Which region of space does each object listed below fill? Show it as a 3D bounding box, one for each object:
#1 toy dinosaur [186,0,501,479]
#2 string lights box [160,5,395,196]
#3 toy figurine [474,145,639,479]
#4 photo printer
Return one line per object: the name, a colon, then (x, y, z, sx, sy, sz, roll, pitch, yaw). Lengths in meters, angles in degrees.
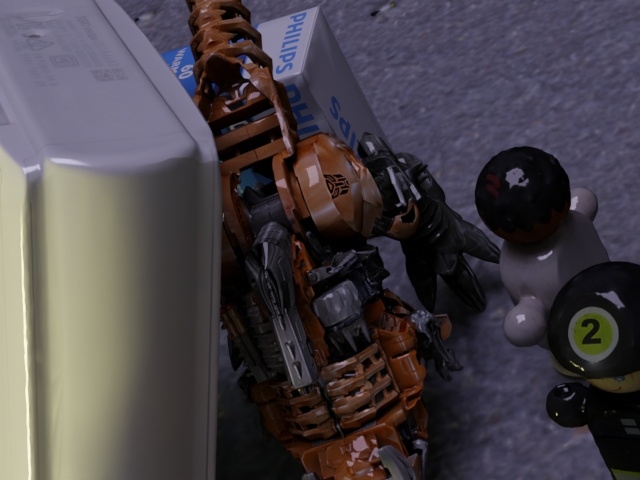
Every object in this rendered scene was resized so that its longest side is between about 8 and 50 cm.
toy dinosaur: (0.000, 0.000, 0.875, 0.164, 0.218, 0.322, 0, 85, 14)
string lights box: (-0.096, -0.045, 1.085, 0.259, 0.133, 0.077, -14, 37, 21)
toy figurine: (0.187, 0.005, 0.806, 0.213, 0.148, 0.209, -28, 35, 3)
photo printer: (-0.128, 0.047, 0.862, 0.107, 0.307, 0.256, -7, 28, -19)
